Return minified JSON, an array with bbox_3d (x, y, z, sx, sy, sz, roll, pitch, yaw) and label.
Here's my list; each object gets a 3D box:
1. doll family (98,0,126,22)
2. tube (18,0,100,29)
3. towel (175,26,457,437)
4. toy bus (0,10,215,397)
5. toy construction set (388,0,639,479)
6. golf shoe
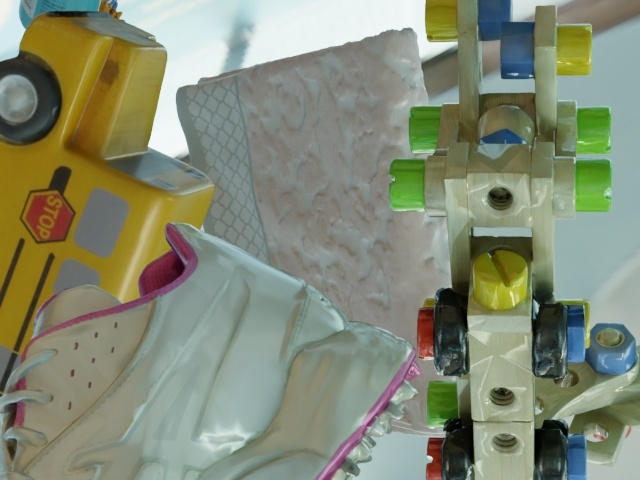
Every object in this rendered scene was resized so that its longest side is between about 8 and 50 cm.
[{"bbox_3d":[-0.175,-0.228,1.365,0.263,0.118,0.163,-43,-148,12],"label":"doll family"},{"bbox_3d":[-0.153,-0.212,1.013,0.052,0.080,0.207,-37,163,-36],"label":"tube"},{"bbox_3d":[0.000,0.000,1.386,0.053,0.332,0.317,-15,-173,-38],"label":"towel"},{"bbox_3d":[-0.165,0.031,0.979,0.333,0.130,0.108,-68,168,13],"label":"toy bus"},{"bbox_3d":[0.122,0.029,0.946,0.151,0.328,0.215,-12,-143,17],"label":"toy construction set"},{"bbox_3d":[-0.087,0.102,0.594,0.306,0.140,0.115,-43,172,-48],"label":"golf shoe"}]
